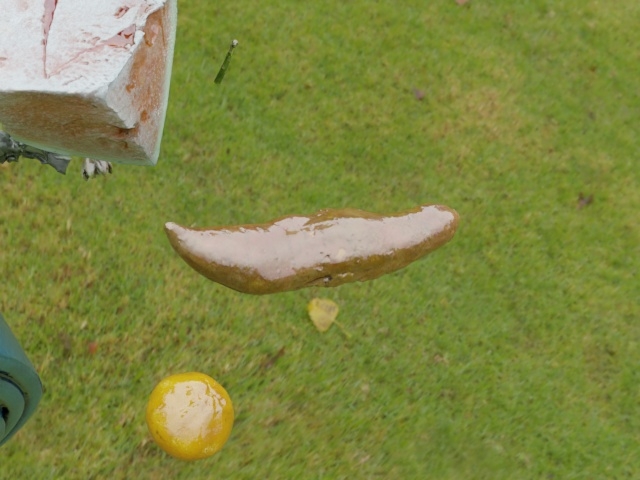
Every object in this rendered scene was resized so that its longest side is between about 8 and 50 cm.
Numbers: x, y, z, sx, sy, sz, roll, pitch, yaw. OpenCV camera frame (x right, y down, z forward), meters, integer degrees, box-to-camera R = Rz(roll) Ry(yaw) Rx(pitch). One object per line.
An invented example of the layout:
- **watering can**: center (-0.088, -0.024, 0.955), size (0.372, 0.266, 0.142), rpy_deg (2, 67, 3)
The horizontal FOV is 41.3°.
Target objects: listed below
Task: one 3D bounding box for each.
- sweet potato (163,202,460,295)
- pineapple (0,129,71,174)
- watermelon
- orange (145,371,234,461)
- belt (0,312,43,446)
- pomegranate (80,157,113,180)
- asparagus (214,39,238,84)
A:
- **sweet potato**: center (-0.006, 0.011, 0.966), size (0.354, 0.106, 0.095), rpy_deg (-4, 42, -21)
- **pineapple**: center (-0.655, -0.194, 1.801), size (0.277, 0.130, 0.119), rpy_deg (-1, 30, 20)
- **watermelon**: center (-0.285, -0.184, 1.036), size (0.212, 0.262, 0.201), rpy_deg (4, 33, -4)
- **orange**: center (-0.224, 0.302, 1.481), size (0.159, 0.136, 0.159), rpy_deg (28, 35, -22)
- **belt**: center (-0.364, 0.110, 0.556), size (0.300, 0.436, 0.173), rpy_deg (-34, 75, -6)
- **pomegranate**: center (-0.334, -0.159, 1.223), size (0.114, 0.114, 0.142), rpy_deg (-19, 100, -34)
- **asparagus**: center (-0.198, -0.374, 1.787), size (0.015, 0.127, 0.018), rpy_deg (-4, 60, -31)
